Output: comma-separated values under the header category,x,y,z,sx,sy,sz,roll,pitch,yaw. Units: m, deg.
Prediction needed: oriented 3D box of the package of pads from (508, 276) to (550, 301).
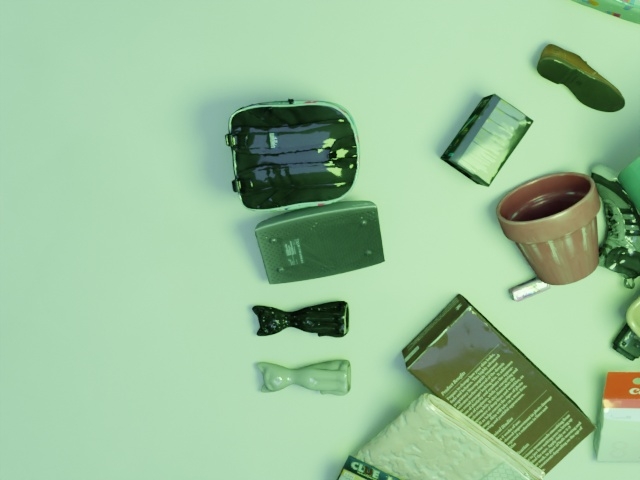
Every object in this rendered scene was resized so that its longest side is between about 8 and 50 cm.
category,x,y,z,sx,sy,sz,roll,pitch,yaw
package of pads,0.451,0.104,1.640,0.083,0.050,0.032,-24,92,4

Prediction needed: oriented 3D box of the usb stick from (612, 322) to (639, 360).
category,x,y,z,sx,sy,sz,roll,pitch,yaw
usb stick,0.735,0.136,1.640,0.077,0.045,0.278,30,98,-26

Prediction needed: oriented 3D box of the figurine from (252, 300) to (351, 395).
category,x,y,z,sx,sy,sz,roll,pitch,yaw
figurine,-0.042,0.240,1.653,0.210,0.092,0.214,-1,99,9

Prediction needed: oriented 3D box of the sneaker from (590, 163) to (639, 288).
category,x,y,z,sx,sy,sz,roll,pitch,yaw
sneaker,0.623,-0.022,1.594,0.153,0.101,0.268,-40,98,3

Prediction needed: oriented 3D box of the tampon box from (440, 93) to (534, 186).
category,x,y,z,sx,sy,sz,roll,pitch,yaw
tampon box,0.341,-0.206,1.563,0.101,0.120,0.161,34,97,-3

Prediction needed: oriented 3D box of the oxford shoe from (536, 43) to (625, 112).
category,x,y,z,sx,sy,sz,roll,pitch,yaw
oxford shoe,0.549,-0.341,1.574,0.212,0.076,0.076,30,57,-13

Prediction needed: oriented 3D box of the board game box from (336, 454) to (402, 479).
category,x,y,z,sx,sy,sz,roll,pitch,yaw
board game box,0.144,0.580,1.654,0.243,0.042,0.165,25,128,6

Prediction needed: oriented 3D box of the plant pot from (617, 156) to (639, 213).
category,x,y,z,sx,sy,sz,roll,pitch,yaw
plant pot,0.738,-0.075,1.393,0.293,0.293,0.235,-21,76,3

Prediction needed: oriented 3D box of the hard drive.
category,x,y,z,sx,sy,sz,roll,pitch,yaw
hard drive,0.000,0.000,1.594,0.255,0.054,0.172,-11,129,1

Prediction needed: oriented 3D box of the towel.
category,x,y,z,sx,sy,sz,roll,pitch,yaw
towel,0.252,0.503,1.623,0.317,0.053,0.332,36,125,-4

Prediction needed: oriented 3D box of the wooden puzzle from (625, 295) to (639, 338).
category,x,y,z,sx,sy,sz,roll,pitch,yaw
wooden puzzle,0.828,0.129,1.598,0.322,0.080,0.348,42,91,-22

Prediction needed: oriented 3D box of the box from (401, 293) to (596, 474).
category,x,y,z,sx,sy,sz,roll,pitch,yaw
box,0.376,0.317,1.628,0.381,0.143,0.191,44,97,-7

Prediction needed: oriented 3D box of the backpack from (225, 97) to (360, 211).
category,x,y,z,sx,sy,sz,roll,pitch,yaw
backpack,-0.043,-0.176,1.536,0.254,0.191,0.225,-5,101,9

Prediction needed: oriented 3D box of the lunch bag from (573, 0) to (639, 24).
category,x,y,z,sx,sy,sz,roll,pitch,yaw
lunch bag,0.627,-0.568,1.519,0.279,0.108,0.224,17,95,-3

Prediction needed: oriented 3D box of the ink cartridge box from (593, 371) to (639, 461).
category,x,y,z,sx,sy,sz,roll,pitch,yaw
ink cartridge box,0.695,0.382,1.619,0.189,0.066,0.232,-1,129,7

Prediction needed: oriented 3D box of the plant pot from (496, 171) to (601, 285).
category,x,y,z,sx,sy,sz,roll,pitch,yaw
plant pot,0.485,-0.015,1.563,0.201,0.201,0.180,-24,112,4
